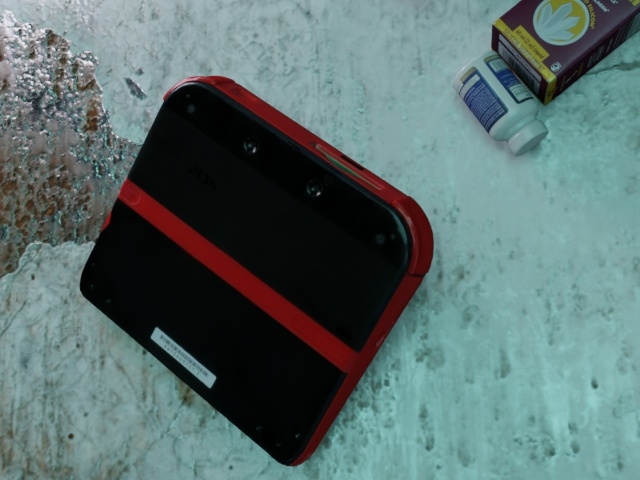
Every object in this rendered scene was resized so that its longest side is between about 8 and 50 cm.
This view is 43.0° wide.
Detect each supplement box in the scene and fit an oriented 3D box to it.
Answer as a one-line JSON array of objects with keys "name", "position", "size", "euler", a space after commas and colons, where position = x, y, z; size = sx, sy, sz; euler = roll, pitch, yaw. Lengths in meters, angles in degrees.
[{"name": "supplement box", "position": [0.310, -0.268, 0.972], "size": [0.188, 0.081, 0.104], "euler": [-39, 75, 2]}]

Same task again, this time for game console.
[{"name": "game console", "position": [-0.090, 0.024, 0.964], "size": [0.386, 0.060, 0.342], "euler": [36, 109, 20]}]

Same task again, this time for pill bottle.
[{"name": "pill bottle", "position": [0.219, -0.163, 0.978], "size": [0.067, 0.067, 0.120], "euler": [-34, 75, 3]}]
